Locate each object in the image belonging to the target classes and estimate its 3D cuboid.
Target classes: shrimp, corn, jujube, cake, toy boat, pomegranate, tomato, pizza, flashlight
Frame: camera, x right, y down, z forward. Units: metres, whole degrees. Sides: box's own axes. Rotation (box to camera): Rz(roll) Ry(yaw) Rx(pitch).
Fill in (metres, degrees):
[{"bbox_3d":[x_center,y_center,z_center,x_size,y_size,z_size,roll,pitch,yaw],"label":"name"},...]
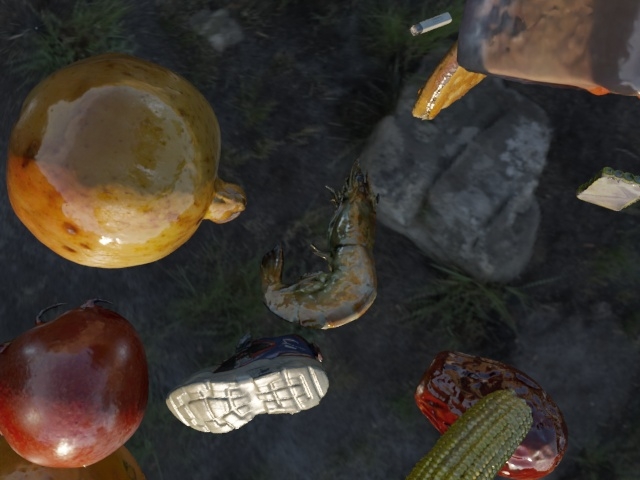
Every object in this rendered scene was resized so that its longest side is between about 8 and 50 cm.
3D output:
[{"bbox_3d":[0.000,0.000,1.359,0.169,0.296,0.058,0,142,7],"label":"shrimp"},{"bbox_3d":[0.124,0.205,0.855,0.165,0.063,0.085,-45,150,-19],"label":"corn"},{"bbox_3d":[0.316,0.324,1.770,0.290,0.197,0.197,31,92,12],"label":"jujube"},{"bbox_3d":[0.305,-0.227,0.805,0.308,0.237,0.230,-2,108,-32],"label":"cake"},{"bbox_3d":[0.356,-0.062,1.163,0.063,0.115,0.016,18,81,1],"label":"toy boat"},{"bbox_3d":[-0.319,-0.125,1.625,0.410,0.410,0.410,-4,103,-16],"label":"pomegranate"},{"bbox_3d":[-0.242,0.145,0.938,0.167,0.167,0.167,-4,103,-16],"label":"tomato"},{"bbox_3d":[0.215,-0.257,1.363,0.052,0.185,0.195,50,44,13],"label":"pizza"},{"bbox_3d":[0.196,-0.385,1.699,0.083,0.018,0.018,-26,82,-27],"label":"flashlight"}]

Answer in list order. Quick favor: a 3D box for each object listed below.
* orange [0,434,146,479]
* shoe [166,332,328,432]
[{"bbox_3d":[-0.331,0.351,1.201,0.261,0.261,0.261,-4,103,-16],"label":"orange"},{"bbox_3d":[-0.098,0.174,1.286,0.227,0.125,0.099,-13,129,12],"label":"shoe"}]
